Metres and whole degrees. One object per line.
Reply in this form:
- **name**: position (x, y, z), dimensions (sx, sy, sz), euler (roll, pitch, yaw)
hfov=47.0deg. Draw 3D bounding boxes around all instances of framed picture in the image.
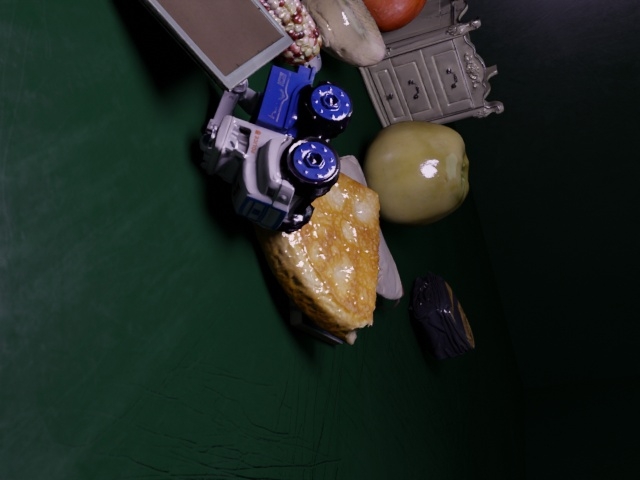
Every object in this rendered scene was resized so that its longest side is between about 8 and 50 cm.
- **framed picture**: position (-0.151, -0.310, 0.950), dimensions (0.231, 0.018, 0.293), euler (48, 26, -10)

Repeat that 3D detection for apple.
- **apple**: position (0.217, -0.150, 1.688), dimensions (0.262, 0.263, 0.262), euler (-12, 90, -71)
- **apple**: position (0.145, -0.644, 1.766), dimensions (0.252, 0.206, 0.271), euler (-1, 65, -60)

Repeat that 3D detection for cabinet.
- **cabinet**: position (0.286, -0.460, 1.925), dimensions (0.227, 0.318, 0.289), euler (-82, 153, -44)

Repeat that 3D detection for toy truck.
- **toy truck**: position (-0.065, -0.127, 0.971), dimensions (0.161, 0.177, 0.213), euler (130, -24, -60)

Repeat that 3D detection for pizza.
- **pizza**: position (-0.023, -0.002, 1.103), dimensions (0.268, 0.087, 0.257), euler (29, 55, -38)

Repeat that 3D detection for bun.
- **bun**: position (0.031, -0.449, 1.512), dimensions (0.237, 0.116, 0.210), euler (55, 24, 5)

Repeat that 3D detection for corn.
- **corn**: position (-0.084, -0.383, 1.191), dimensions (0.280, 0.092, 0.092), euler (43, 40, -56)

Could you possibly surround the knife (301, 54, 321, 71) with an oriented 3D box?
- **knife**: position (-0.065, -0.401, 1.325), dimensions (0.265, 0.041, 0.073), euler (56, 26, -46)

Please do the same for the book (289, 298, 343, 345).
- **book**: position (-0.013, 0.029, 1.241), dimensions (0.191, 0.025, 0.269), euler (38, 43, -62)

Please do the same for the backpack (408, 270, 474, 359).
- **backpack**: position (0.302, 0.183, 1.893), dimensions (0.206, 0.133, 0.258), euler (59, 19, -23)

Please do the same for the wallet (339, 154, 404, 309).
- **wallet**: position (0.084, -0.021, 1.475), dimensions (0.275, 0.068, 0.335), euler (11, 61, -77)
